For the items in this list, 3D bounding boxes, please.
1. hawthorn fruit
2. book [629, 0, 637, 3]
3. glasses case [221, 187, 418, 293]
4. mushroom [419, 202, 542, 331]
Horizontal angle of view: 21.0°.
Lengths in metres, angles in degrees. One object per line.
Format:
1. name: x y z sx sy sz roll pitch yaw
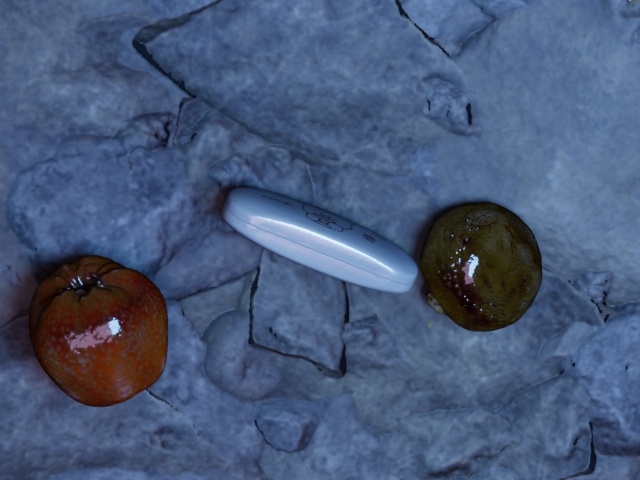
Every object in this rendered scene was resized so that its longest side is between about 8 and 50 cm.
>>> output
1. hawthorn fruit: -0.204 0.087 1.612 0.133 0.133 0.138 -12 124 2
2. book: 0.338 -0.319 1.549 0.199 0.016 0.138 -28 107 7
3. glasses case: 0.000 0.000 1.612 0.193 0.074 0.049 23 106 -9
4. mushroom: 0.153 0.023 1.632 0.127 0.087 0.127 -3 98 -22
